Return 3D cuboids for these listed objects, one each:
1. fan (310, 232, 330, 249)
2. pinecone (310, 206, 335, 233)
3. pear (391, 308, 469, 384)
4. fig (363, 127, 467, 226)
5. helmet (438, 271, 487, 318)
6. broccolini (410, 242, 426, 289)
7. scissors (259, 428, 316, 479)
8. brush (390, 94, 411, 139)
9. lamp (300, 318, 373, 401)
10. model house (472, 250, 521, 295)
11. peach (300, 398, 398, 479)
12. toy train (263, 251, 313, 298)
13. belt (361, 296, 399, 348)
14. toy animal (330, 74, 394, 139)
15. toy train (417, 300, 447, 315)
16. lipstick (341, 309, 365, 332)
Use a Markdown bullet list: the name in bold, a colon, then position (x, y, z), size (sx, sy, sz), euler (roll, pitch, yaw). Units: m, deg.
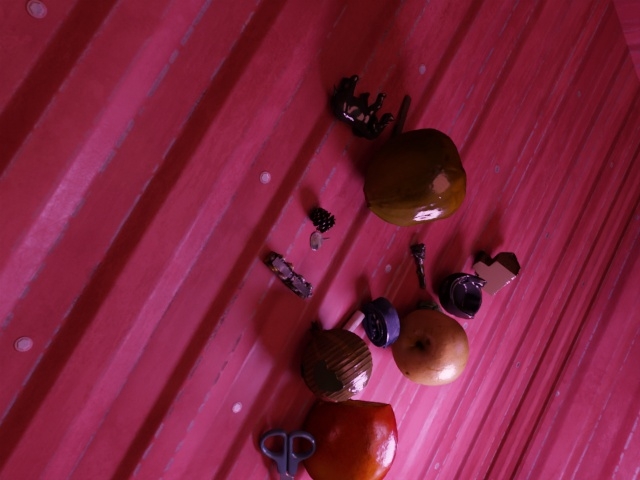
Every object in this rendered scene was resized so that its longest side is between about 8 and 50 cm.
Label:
- **fan**: position (-0.006, 0.007, 1.568), size (0.080, 0.003, 0.060), euler (24, 88, -39)
- **pinecone**: position (0.005, -0.067, 1.511), size (0.083, 0.077, 0.077), euler (40, 77, -34)
- **pear**: position (0.436, 0.423, 1.842), size (0.309, 0.309, 0.309), euler (-11, 109, -35)
- **fig**: position (0.302, -0.199, 1.561), size (0.343, 0.343, 0.343), euler (-11, 109, -35)
- **helmet**: position (0.601, 0.234, 1.979), size (0.216, 0.193, 0.189), euler (31, 76, -35)
- **broccolini**: position (0.412, 0.112, 1.887), size (0.067, 0.058, 0.216), euler (-32, 121, -31)
- **scissors**: position (-0.119, 0.842, 1.661), size (0.193, 0.029, 0.447), euler (3, 115, -1)
- **brush**: position (0.284, -0.426, 1.661), size (0.034, 0.028, 0.190), euler (25, 79, -43)
- **lamp**: position (0.041, 0.397, 1.576), size (0.250, 0.250, 0.284), euler (-28, 78, -29)
- **model house**: position (0.809, 0.104, 2.151), size (0.248, 0.176, 0.181), euler (-38, 166, -49)
- **peach**: position (0.102, 0.727, 1.672), size (0.242, 0.306, 0.380), euler (13, 99, -46)
- **toy train**: position (-0.101, 0.110, 1.478), size (0.060, 0.081, 0.202), euler (-51, 120, -16)
- **belt**: position (0.221, 0.310, 1.740), size (0.082, 0.141, 0.190), euler (-21, 117, -31)
- **toy animal**: position (0.131, -0.418, 1.500), size (0.245, 0.114, 0.146), euler (22, 82, -18)
- **toy train**: position (0.477, 0.303, 1.977), size (0.149, 0.099, 0.081), euler (55, 46, -29)
- **lipstick**: position (0.107, 0.320, 1.720), size (0.141, 0.040, 0.040), euler (-48, 126, -17)
